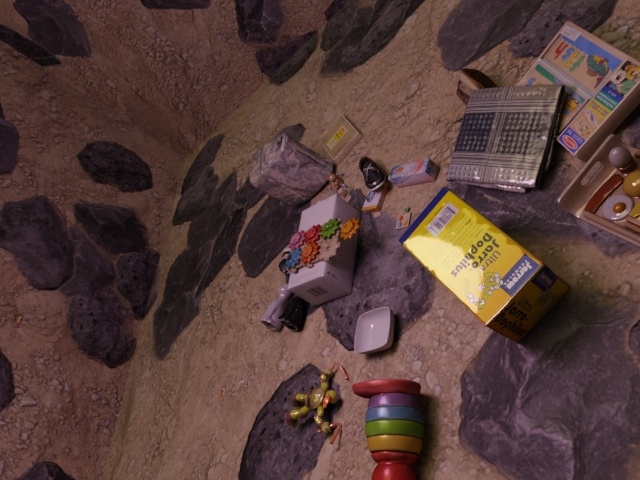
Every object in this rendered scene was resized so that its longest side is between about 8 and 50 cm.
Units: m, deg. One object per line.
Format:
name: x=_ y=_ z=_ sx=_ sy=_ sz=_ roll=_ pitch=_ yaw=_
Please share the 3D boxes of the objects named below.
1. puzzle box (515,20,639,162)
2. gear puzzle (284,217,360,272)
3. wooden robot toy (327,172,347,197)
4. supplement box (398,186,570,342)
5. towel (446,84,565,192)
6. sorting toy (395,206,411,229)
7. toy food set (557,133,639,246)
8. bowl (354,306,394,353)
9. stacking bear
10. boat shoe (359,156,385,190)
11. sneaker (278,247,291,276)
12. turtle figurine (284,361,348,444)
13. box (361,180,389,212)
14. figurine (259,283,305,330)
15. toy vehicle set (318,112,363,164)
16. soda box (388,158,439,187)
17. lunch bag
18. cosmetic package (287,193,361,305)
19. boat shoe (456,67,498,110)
puzzle box: x=0.722 y=-0.433 z=1.609 sx=0.272 sy=0.052 sz=0.408 roll=-56 pitch=29 yaw=27
gear puzzle: x=0.000 y=0.000 z=1.992 sx=0.339 sy=0.044 sz=0.175 roll=-19 pitch=47 yaw=37
wooden robot toy: x=0.055 y=-0.243 z=2.391 sx=0.076 sy=0.079 sz=0.173 roll=-42 pitch=33 yaw=22
supplement box: x=0.406 y=0.056 z=1.445 sx=0.195 sy=0.194 sz=0.356 roll=-51 pitch=45 yaw=11
towel: x=0.547 y=-0.305 z=1.688 sx=0.324 sy=0.056 sz=0.312 roll=15 pitch=89 yaw=50
sorting toy: x=0.289 y=-0.080 z=1.979 sx=0.062 sy=0.012 sz=0.083 roll=-19 pitch=48 yaw=46
toy food set: x=0.732 y=-0.120 z=1.319 sx=0.219 sy=0.092 sz=0.306 roll=-53 pitch=31 yaw=6
bowl: x=0.176 y=0.285 z=1.764 sx=0.142 sy=0.053 sz=0.141 roll=-26 pitch=43 yaw=42
stacking bear: x=0.186 y=0.515 z=1.455 sx=0.164 sy=0.176 sz=0.288 roll=-31 pitch=48 yaw=47
boat shoe: x=0.191 y=-0.257 z=2.175 sx=0.084 sy=0.079 sz=0.233 roll=-35 pitch=25 yaw=14
sneaker: x=-0.095 y=0.088 z=2.310 sx=0.217 sy=0.079 sz=0.121 roll=-18 pitch=51 yaw=57
turtle figurine: x=-0.020 y=0.520 z=1.789 sx=0.217 sy=0.087 sz=0.269 roll=-32 pitch=39 yaw=35
box: x=0.212 y=-0.171 z=2.157 sx=0.081 sy=0.028 sz=0.136 roll=-6 pitch=55 yaw=52
figurine: x=-0.120 y=0.241 z=2.202 sx=0.215 sy=0.092 sz=0.209 roll=-12 pitch=45 yaw=51
toy vehicle set: x=0.088 y=-0.468 z=2.592 sx=0.166 sy=0.035 sz=0.267 roll=-48 pitch=32 yaw=14
soda box: x=0.329 y=-0.238 z=2.018 sx=0.183 sy=0.063 sz=0.058 roll=-6 pitch=56 yaw=52
lunch bag: x=-0.122 y=-0.318 z=2.500 sx=0.256 sy=0.305 sz=0.212 roll=-32 pitch=41 yaw=41
cosmetic package: x=0.018 y=0.033 z=2.117 sx=0.197 sy=0.155 sz=0.365 roll=-23 pitch=43 yaw=41
boat shoe: x=0.544 y=-0.445 z=1.886 sx=0.342 sy=0.123 sz=0.123 roll=-115 pitch=32 yaw=-43
